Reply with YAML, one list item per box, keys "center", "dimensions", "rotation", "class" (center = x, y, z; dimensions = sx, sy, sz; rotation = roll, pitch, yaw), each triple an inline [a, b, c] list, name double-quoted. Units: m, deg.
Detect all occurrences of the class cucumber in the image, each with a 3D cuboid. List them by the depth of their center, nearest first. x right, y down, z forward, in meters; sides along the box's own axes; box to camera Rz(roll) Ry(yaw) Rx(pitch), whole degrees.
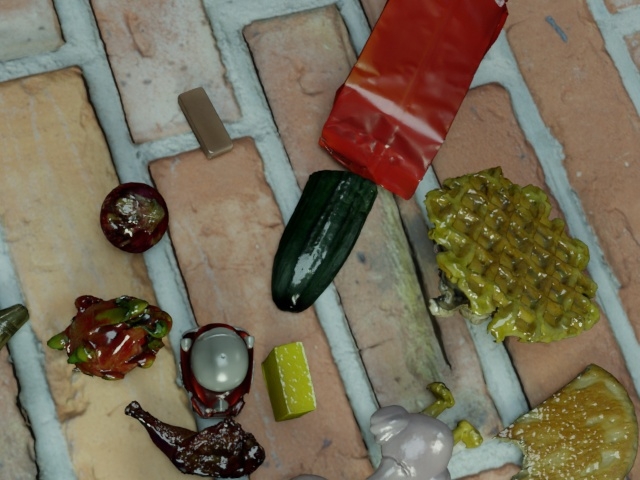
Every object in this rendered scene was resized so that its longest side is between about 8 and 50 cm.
- center: [0.000, 0.000, 1.451]
  dimensions: [0.115, 0.063, 0.243]
  rotation: [24, 72, -3]
  class: "cucumber"

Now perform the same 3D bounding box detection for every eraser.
- center: [-0.047, 0.204, 1.345]
  dimensions: [0.045, 0.122, 0.097]
  rotation: [-11, 77, -16]
  class: "eraser"

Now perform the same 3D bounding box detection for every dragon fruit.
- center: [-0.285, 0.124, 1.337]
  dimensions: [0.142, 0.175, 0.138]
  rotation: [-33, 92, -49]
  class: "dragon fruit"

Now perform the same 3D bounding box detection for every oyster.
- center: [0.211, 0.058, 1.460]
  dimensions: [0.191, 0.081, 0.163]
  rotation: [-25, 81, -50]
  class: "oyster"

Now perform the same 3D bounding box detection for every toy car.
- center: [-0.143, 0.180, 1.338]
  dimensions: [0.112, 0.112, 0.139]
  rotation: [-1, 73, -12]
  class: "toy car"

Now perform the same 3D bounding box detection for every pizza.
- center: [0.381, 0.312, 1.447]
  dimensions: [0.262, 0.034, 0.181]
  rotation: [-23, 79, -18]
  class: "pizza"

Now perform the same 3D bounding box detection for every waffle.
- center: [0.298, 0.020, 1.453]
  dimensions: [0.325, 0.068, 0.302]
  rotation: [-4, 63, -41]
  class: "waffle"

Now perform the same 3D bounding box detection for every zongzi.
- center: [-0.466, 0.110, 1.339]
  dimensions: [0.083, 0.040, 0.076]
  rotation: [31, 62, 17]
  class: "zongzi"

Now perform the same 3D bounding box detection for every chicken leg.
- center: [-0.178, 0.283, 1.325]
  dimensions: [0.205, 0.053, 0.093]
  rotation: [9, 102, -11]
  class: "chicken leg"

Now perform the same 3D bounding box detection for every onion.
- center: [-0.277, -0.035, 1.390]
  dimensions: [0.107, 0.097, 0.107]
  rotation: [-10, 105, -40]
  class: "onion"

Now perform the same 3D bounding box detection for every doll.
- center: [0.074, 0.351, 1.342]
  dimensions: [0.365, 0.094, 0.160]
  rotation: [-35, 91, -18]
  class: "doll"

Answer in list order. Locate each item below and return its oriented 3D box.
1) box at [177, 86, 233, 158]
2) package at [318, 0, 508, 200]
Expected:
- center: [-0.182, -0.186, 1.486]
  dimensions: [0.048, 0.025, 0.115]
  rotation: [-25, 80, -23]
  class: "box"
- center: [0.160, -0.289, 1.537]
  dimensions: [0.196, 0.123, 0.423]
  rotation: [28, 69, 0]
  class: "package"
